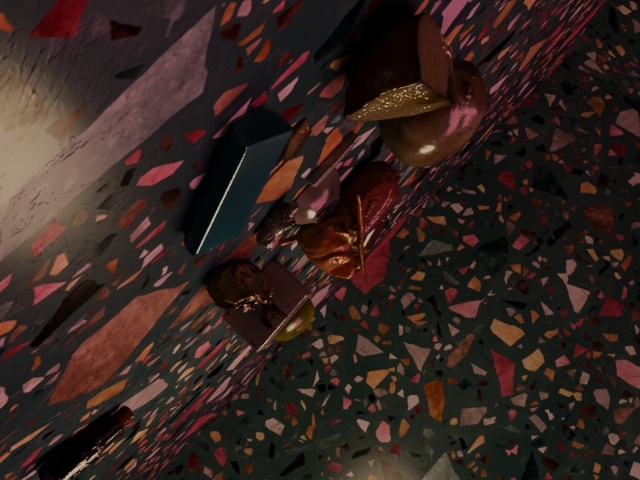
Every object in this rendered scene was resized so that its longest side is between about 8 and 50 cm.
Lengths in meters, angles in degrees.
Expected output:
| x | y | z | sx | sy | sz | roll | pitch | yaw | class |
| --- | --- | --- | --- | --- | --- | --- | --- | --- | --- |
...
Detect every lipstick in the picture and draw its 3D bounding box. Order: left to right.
| x | y | z | sx | sy | sz | roll | pitch | yaw | class |
| --- | --- | --- | --- | --- | --- | --- | --- | --- | --- |
| -0.584 | 0.519 | 1.939 | 0.081 | 0.081 | 0.300 | -54 | 170 | 35 | lipstick |

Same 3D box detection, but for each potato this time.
| x | y | z | sx | sy | sz | roll | pitch | yaw | class |
| --- | --- | --- | --- | --- | --- | --- | --- | --- | --- |
| 0.262 | -0.302 | 1.826 | 0.243 | 0.221 | 0.326 | -34 | 178 | -8 | potato |

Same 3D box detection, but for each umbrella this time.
| x | y | z | sx | sy | sz | roll | pitch | yaw | class |
| --- | --- | --- | --- | --- | --- | --- | --- | --- | --- |
| -0.101 | -0.040 | 1.808 | 0.062 | 0.067 | 0.143 | 16 | 128 | -46 | umbrella |

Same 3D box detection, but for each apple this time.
| x | y | z | sx | sy | sz | roll | pitch | yaw | class |
| --- | --- | --- | --- | --- | --- | --- | --- | --- | --- |
| -0.117 | 0.245 | 2.561 | 0.196 | 0.157 | 0.196 | -44 | 169 | -11 | apple |
| 0.160 | -0.317 | 1.481 | 0.254 | 0.179 | 0.346 | -62 | 164 | 15 | apple |

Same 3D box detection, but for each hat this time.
| x | y | z | sx | sy | sz | roll | pitch | yaw | class |
| --- | --- | --- | --- | --- | --- | --- | --- | --- | --- |
| 0.000 | 0.000 | 2.065 | 0.233 | 0.233 | 0.244 | -4 | -176 | 6 | hat |

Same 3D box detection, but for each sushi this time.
| x | y | z | sx | sy | sz | roll | pitch | yaw | class |
| --- | --- | --- | --- | --- | --- | --- | --- | --- | --- |
| -0.189 | 0.128 | 1.895 | 0.131 | 0.139 | 0.291 | -40 | 172 | 5 | sushi |

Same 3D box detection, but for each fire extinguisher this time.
| x | y | z | sx | sy | sz | roll | pitch | yaw | class |
| --- | --- | --- | --- | --- | --- | --- | --- | --- | --- |
| 0.157 | -0.047 | 2.630 | 0.105 | 0.141 | 0.341 | -5 | 136 | -35 | fire extinguisher |

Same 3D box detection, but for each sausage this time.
| x | y | z | sx | sy | sz | roll | pitch | yaw | class |
| --- | --- | --- | --- | --- | --- | --- | --- | --- | --- |
| 0.123 | -0.105 | 2.212 | 0.279 | 0.152 | 0.152 | -51 | 169 | 20 | sausage |

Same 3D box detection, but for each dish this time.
| x | y | z | sx | sy | sz | roll | pitch | yaw | class |
| --- | --- | --- | --- | --- | --- | --- | --- | --- | --- |
| -0.002 | -0.098 | 1.971 | 0.191 | 0.066 | 0.190 | -44 | 170 | -10 | dish |

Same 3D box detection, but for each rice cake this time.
| x | y | z | sx | sy | sz | roll | pitch | yaw | class |
| --- | --- | --- | --- | --- | --- | --- | --- | --- | --- |
| 0.034 | -0.197 | 1.844 | 0.171 | 0.029 | 0.033 | -46 | 166 | 0 | rice cake |

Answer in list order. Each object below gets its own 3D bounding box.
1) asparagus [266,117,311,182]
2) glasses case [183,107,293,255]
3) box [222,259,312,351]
| x | y | z | sx | sy | sz | roll | pitch | yaw | class |
| --- | --- | --- | --- | --- | --- | --- | --- | --- | --- |
| -0.077 | -0.166 | 1.480 | 0.178 | 0.041 | 0.045 | -46 | 178 | -10 | asparagus |
| -0.159 | -0.099 | 1.348 | 0.117 | 0.070 | 0.301 | -28 | 162 | -43 | glasses case |
| -0.155 | 0.191 | 2.218 | 0.233 | 0.149 | 0.067 | -49 | 167 | 12 | box |
